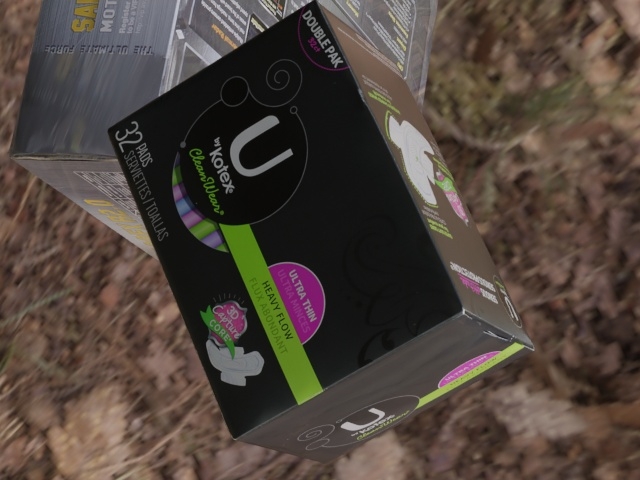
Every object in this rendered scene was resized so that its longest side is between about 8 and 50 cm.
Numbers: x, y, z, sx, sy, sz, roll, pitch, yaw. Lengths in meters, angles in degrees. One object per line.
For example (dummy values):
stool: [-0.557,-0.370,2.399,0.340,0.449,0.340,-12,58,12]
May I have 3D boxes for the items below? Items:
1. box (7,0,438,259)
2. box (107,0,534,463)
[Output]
box: [-0.024,-0.076,0.746,0.056,0.231,0.183,3,74,24]
box: [0.000,0.000,0.448,0.062,0.052,0.083,-31,67,15]
